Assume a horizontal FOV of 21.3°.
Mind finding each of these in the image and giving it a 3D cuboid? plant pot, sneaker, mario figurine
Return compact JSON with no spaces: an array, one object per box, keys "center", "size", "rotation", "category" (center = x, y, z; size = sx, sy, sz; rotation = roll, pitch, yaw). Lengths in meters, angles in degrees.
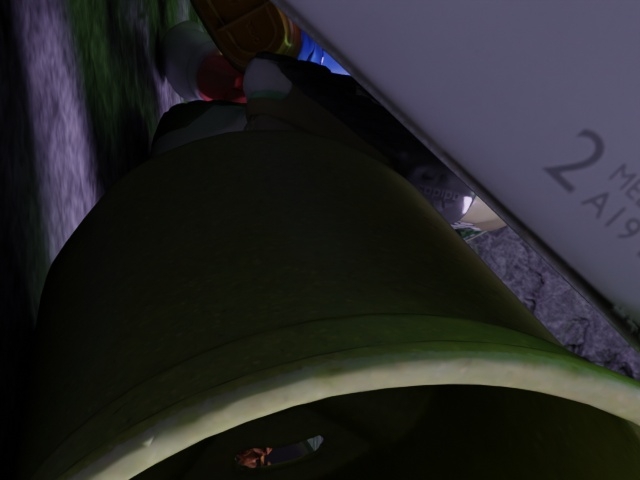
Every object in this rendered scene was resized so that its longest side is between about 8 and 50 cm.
[{"center":[-0.006,0.092,0.608],"size":[0.254,0.276,0.276],"rotation":[-113,-164,-59],"category":"plant pot"},{"center":[-0.005,0.017,0.900],"size":[0.410,0.158,0.182],"rotation":[169,-65,-74],"category":"sneaker"},{"center":[0.002,-0.142,1.072],"size":[0.170,0.198,0.320],"rotation":[-62,172,-5],"category":"mario figurine"}]

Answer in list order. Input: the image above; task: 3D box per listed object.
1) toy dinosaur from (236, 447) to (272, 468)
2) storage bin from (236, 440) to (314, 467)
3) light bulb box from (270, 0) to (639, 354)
[{"center":[-0.051,0.235,0.801],"size":[0.218,0.164,0.322],"rotation":[105,-31,-48],"category":"toy dinosaur"},{"center":[-0.038,0.192,1.392],"size":[0.091,0.098,0.135],"rotation":[59,-1,9],"category":"storage bin"},{"center":[0.063,-0.186,0.620],"size":[0.358,0.225,0.361],"rotation":[42,14,-9],"category":"light bulb box"}]
